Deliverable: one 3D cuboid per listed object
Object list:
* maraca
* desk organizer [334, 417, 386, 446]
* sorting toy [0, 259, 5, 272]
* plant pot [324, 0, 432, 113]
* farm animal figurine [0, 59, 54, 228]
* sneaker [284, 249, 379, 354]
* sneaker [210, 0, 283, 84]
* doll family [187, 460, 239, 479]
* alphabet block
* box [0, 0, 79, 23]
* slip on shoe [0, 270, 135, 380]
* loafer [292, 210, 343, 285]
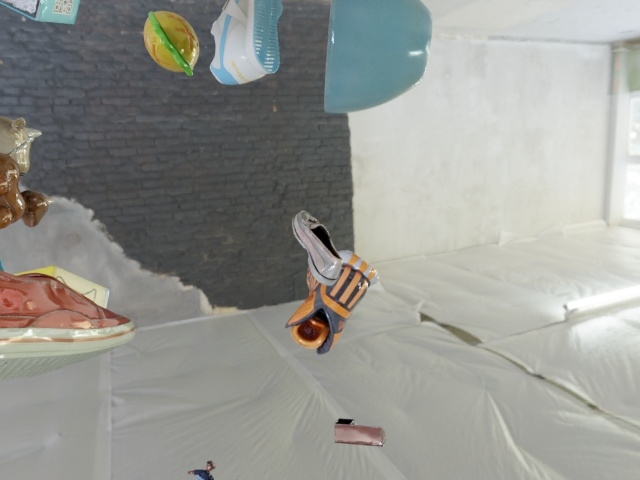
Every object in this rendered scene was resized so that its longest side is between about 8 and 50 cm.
[{"bbox_3d":[-0.291,-0.386,0.923,0.099,0.127,0.186,-36,-144,6],"label":"maraca"},{"bbox_3d":[0.103,0.500,1.229,0.130,0.050,0.047,-4,179,20],"label":"desk organizer"},{"bbox_3d":[-0.668,0.108,0.983,0.047,0.196,0.347,-24,-133,-28],"label":"sorting toy"},{"bbox_3d":[0.118,-0.401,0.961,0.195,0.291,0.290,5,-169,1],"label":"plant pot"},{"bbox_3d":[-0.472,-0.140,0.591,0.329,0.327,0.172,4,-152,26],"label":"farm animal figurine"},{"bbox_3d":[-0.006,0.127,0.951,0.124,0.180,0.321,36,164,0],"label":"sneaker"},{"bbox_3d":[-0.114,-0.334,0.703,0.092,0.229,0.087,-12,149,24],"label":"sneaker"},{"bbox_3d":[-0.261,0.655,1.218,0.192,0.112,0.076,34,174,-18],"label":"doll family"},{"bbox_3d":[-0.757,0.203,1.334,0.193,0.193,0.197,-12,150,21],"label":"alphabet block"},{"bbox_3d":[-0.300,-0.266,0.345,0.244,0.101,0.060,25,-161,-10],"label":"box"},{"bbox_3d":[-0.289,0.084,0.493,0.122,0.102,0.331,-20,170,-4],"label":"slip on shoe"},{"bbox_3d":[0.000,0.000,0.587,0.045,0.039,0.125,14,-146,-33],"label":"loafer"}]
